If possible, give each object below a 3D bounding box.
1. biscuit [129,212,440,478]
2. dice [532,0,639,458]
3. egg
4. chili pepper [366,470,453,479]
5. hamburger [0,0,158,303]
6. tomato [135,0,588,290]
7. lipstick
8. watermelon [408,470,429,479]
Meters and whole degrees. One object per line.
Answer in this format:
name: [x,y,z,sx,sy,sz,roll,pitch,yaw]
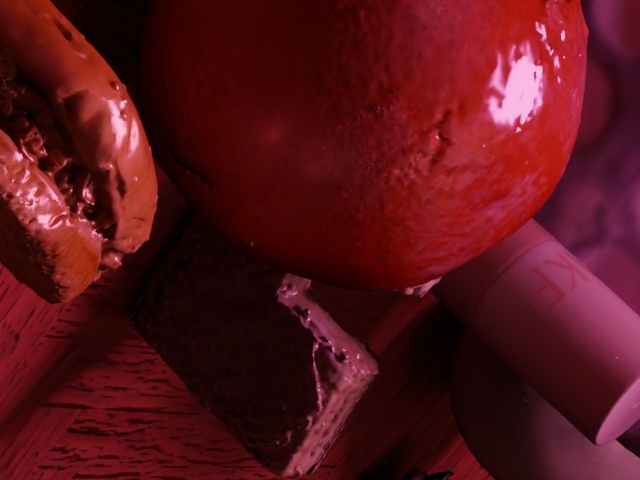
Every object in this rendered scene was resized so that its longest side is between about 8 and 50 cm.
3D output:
biscuit: [0.000,0.000,1.050,0.046,0.147,0.250,0,130,-54]
dice: [0.222,-0.028,1.227,0.270,0.270,0.271,-50,157,7]
egg: [0.208,0.118,1.537,0.203,0.203,0.282,-45,158,-2]
chili pepper: [0.066,0.267,1.711,0.098,0.061,0.224,7,137,-11]
hamburger: [-0.128,-0.048,0.765,0.083,0.138,0.147,-43,163,-16]
tomato: [0.017,-0.071,0.883,0.184,0.208,0.208,-61,156,5]
lipstick: [0.087,0.005,1.069,0.070,0.254,0.070,-37,156,-20]
watermelon: [0.098,0.277,1.787,0.080,0.101,0.155,-14,133,-34]
